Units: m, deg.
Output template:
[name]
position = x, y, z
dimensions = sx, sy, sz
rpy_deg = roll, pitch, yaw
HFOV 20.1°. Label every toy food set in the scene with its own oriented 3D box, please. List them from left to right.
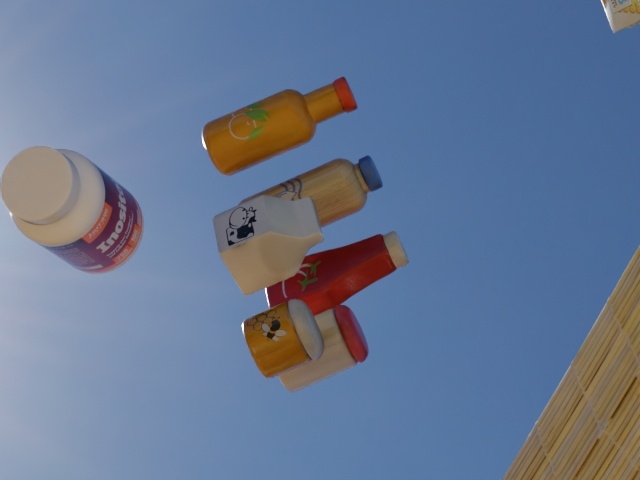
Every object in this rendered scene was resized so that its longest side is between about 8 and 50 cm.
[toy food set]
position = 0.000, 0.000, 1.161
dimensions = 0.104, 0.232, 0.111
rpy_deg = -24, -53, 7

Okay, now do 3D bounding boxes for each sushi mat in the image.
[sushi mat]
position = 0.223, 0.141, 1.384
dimensions = 0.019, 0.151, 0.316
rpy_deg = 8, -56, -27

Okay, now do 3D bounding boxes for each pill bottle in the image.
[pill bottle]
position = -0.215, -0.028, 1.555
dimensions = 0.086, 0.086, 0.152
rpy_deg = 4, -13, 16

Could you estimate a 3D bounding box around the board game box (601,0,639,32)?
[board game box]
position = 0.262, -0.220, 0.879
dimensions = 0.144, 0.275, 0.142
rpy_deg = 70, -21, 0
